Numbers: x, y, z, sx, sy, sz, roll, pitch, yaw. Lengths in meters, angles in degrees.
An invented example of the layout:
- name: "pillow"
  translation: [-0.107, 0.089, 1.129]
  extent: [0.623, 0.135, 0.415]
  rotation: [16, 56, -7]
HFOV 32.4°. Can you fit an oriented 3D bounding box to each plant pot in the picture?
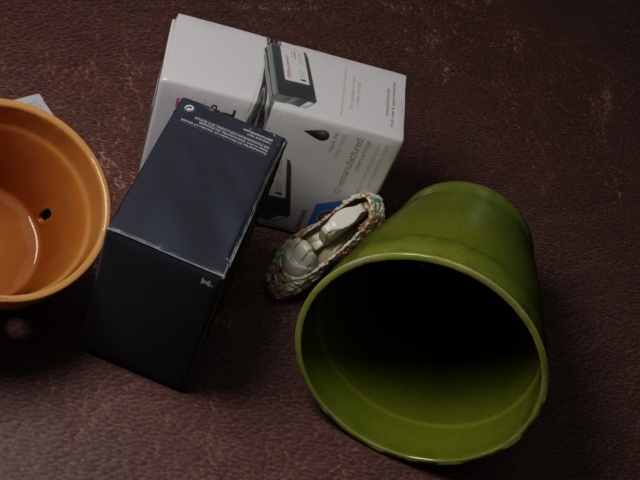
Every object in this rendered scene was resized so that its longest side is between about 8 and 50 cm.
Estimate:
- name: "plant pot"
  translation: [-0.464, -0.025, 1.537]
  extent: [0.290, 0.203, 0.291]
  rotation: [11, 66, -26]
- name: "plant pot"
  translation: [0.186, 0.088, 1.697]
  extent: [0.366, 0.366, 0.353]
  rotation: [26, 35, 2]

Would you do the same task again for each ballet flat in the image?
- name: "ballet flat"
  translation: [0.000, 0.000, 1.770]
  extent: [0.241, 0.077, 0.091]
  rotation: [-41, 73, -1]

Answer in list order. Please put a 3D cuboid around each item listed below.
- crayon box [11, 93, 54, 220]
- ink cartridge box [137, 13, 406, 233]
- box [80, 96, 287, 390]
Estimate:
- name: "crayon box"
  translation: [-0.546, -0.102, 1.732]
  extent: [0.323, 0.083, 0.203]
  rotation: [-21, 61, -34]
- name: "ink cartridge box"
  translation: [-0.088, -0.175, 1.827]
  extent: [0.394, 0.285, 0.166]
  rotation: [14, 49, -9]
- name: "box"
  translation: [-0.205, 0.005, 1.622]
  extent: [0.182, 0.296, 0.294]
  rotation: [22, 47, -2]
